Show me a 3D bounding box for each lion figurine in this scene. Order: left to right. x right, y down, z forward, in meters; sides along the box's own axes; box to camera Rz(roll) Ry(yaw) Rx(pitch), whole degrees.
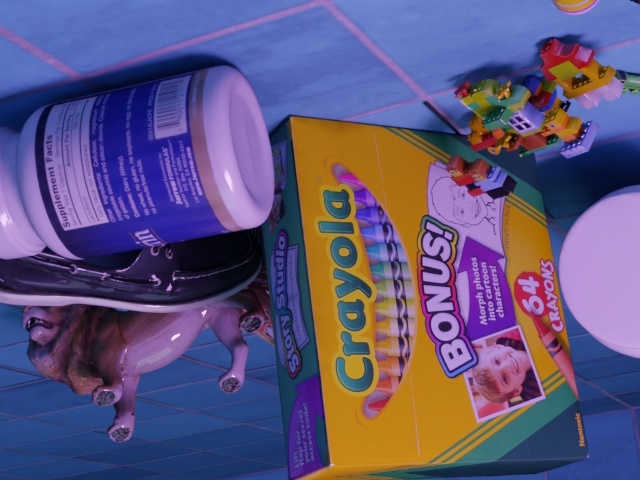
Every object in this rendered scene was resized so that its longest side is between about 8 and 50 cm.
[{"bbox_3d":[-0.215,0.118,1.761,0.392,0.240,0.142,-20,129,2],"label":"lion figurine"}]

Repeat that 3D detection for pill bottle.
[{"bbox_3d":[-0.188,-0.065,1.212,0.264,0.153,0.153,-10,162,14],"label":"pill bottle"},{"bbox_3d":[0.200,-0.218,1.048,0.043,0.043,0.083,-12,162,19],"label":"pill bottle"},{"bbox_3d":[0.404,0.037,1.553,0.204,0.204,0.361,-13,173,20],"label":"pill bottle"}]

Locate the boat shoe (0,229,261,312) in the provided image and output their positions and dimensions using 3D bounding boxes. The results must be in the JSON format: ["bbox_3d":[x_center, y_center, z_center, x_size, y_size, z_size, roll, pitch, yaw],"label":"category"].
[{"bbox_3d":[-0.219,-0.001,1.469,0.340,0.127,0.113,2,138,-18],"label":"boat shoe"}]

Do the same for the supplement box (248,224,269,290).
[{"bbox_3d":[0.000,0.000,1.611,0.239,0.073,0.130,-21,157,37],"label":"supplement box"}]

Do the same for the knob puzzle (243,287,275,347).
[{"bbox_3d":[-0.069,0.115,1.844,0.213,0.030,0.213,26,154,14],"label":"knob puzzle"}]

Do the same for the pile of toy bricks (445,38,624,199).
[{"bbox_3d":[0.181,-0.124,1.272,0.105,0.118,0.212,37,155,-18],"label":"pile of toy bricks"}]

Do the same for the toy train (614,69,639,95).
[{"bbox_3d":[0.303,-0.160,1.309,0.083,0.017,0.024,2,150,-26],"label":"toy train"}]

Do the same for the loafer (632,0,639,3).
[{"bbox_3d":[0.351,-0.227,1.032,0.223,0.076,0.078,-6,168,15],"label":"loafer"}]

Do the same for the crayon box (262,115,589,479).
[{"bbox_3d":[0.104,0.065,1.372,0.313,0.363,0.106,4,159,-30],"label":"crayon box"}]
